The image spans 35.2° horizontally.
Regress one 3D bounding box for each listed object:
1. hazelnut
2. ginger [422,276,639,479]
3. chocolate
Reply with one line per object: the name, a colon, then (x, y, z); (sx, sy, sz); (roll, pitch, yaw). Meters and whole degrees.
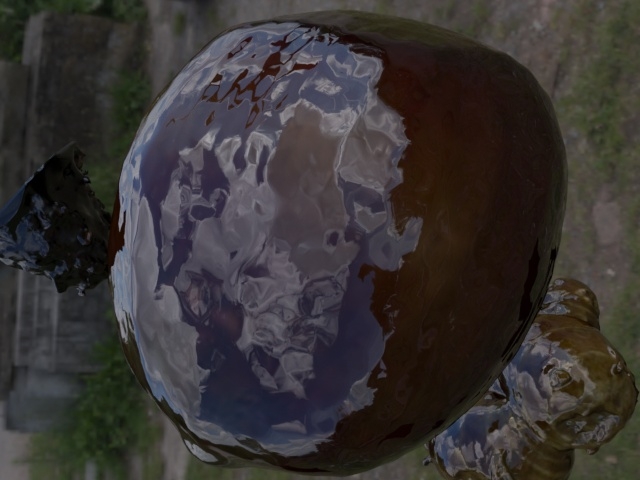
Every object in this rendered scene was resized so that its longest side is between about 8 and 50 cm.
hazelnut: (0.000, 0.000, 0.854); (0.420, 0.353, 0.421); (-17, 46, 19)
ginger: (0.247, 0.196, 1.278); (0.357, 0.152, 0.274); (-56, 24, 35)
chocolate: (-0.273, -0.009, 1.096); (0.156, 0.133, 0.156); (-45, 12, 12)
